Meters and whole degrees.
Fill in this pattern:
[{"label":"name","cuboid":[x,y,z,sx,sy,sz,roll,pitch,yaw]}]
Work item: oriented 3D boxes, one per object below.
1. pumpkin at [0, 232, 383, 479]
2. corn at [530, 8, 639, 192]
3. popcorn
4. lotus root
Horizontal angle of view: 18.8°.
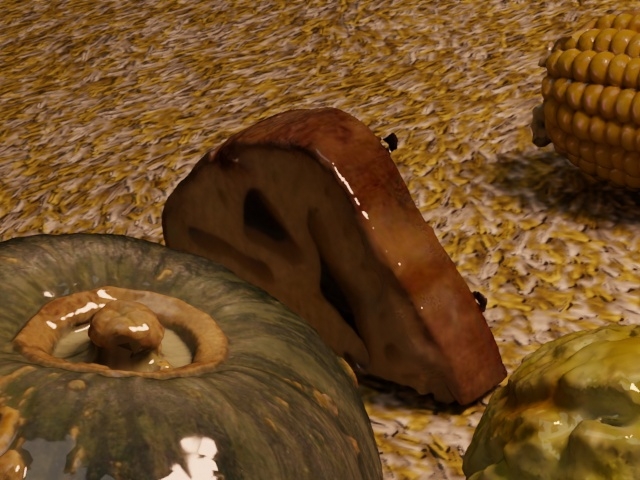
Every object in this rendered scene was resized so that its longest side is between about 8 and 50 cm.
[{"label":"pumpkin","cuboid":[-0.122,0.148,0.860,0.291,0.257,0.328,12,23,13]},{"label":"corn","cuboid":[0.323,-0.081,1.329,0.387,0.144,0.144,11,32,37]},{"label":"popcorn","cuboid":[0.163,0.137,0.905,0.198,0.212,0.198,-15,-18,-5]},{"label":"lotus root","cuboid":[0.000,0.000,1.249,0.074,0.170,0.260,-25,25,-37]}]
